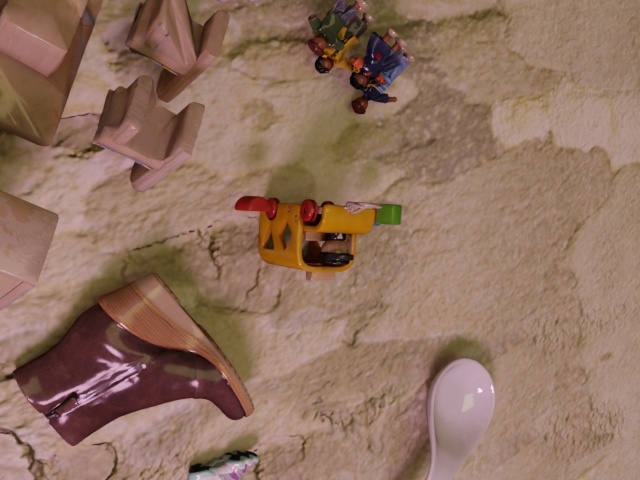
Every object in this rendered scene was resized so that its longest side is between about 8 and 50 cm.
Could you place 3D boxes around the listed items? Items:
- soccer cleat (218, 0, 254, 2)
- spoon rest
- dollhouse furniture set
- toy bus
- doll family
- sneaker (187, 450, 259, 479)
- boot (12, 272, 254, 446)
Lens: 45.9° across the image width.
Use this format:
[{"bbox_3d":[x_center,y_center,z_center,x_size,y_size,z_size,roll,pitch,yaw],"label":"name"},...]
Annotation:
[{"bbox_3d":[-0.064,-0.362,0.970,0.331,0.116,0.143,10,113,-34],"label":"soccer cleat"},{"bbox_3d":[0.187,0.310,1.167,0.137,0.084,0.276,40,75,-26],"label":"spoon rest"},{"bbox_3d":[-0.346,-0.130,0.788,0.362,0.256,0.394,25,60,-30],"label":"dollhouse furniture set"},{"bbox_3d":[-0.001,-0.001,0.977,0.202,0.191,0.104,-8,101,-74],"label":"toy bus"},{"bbox_3d":[0.051,-0.250,1.039,0.193,0.076,0.111,36,94,-25],"label":"doll family"},{"bbox_3d":[-0.126,0.325,1.014,0.098,0.038,0.069,-11,101,-20],"label":"sneaker"},{"bbox_3d":[-0.221,0.182,0.936,0.207,0.090,0.248,-39,113,-9],"label":"boot"}]
